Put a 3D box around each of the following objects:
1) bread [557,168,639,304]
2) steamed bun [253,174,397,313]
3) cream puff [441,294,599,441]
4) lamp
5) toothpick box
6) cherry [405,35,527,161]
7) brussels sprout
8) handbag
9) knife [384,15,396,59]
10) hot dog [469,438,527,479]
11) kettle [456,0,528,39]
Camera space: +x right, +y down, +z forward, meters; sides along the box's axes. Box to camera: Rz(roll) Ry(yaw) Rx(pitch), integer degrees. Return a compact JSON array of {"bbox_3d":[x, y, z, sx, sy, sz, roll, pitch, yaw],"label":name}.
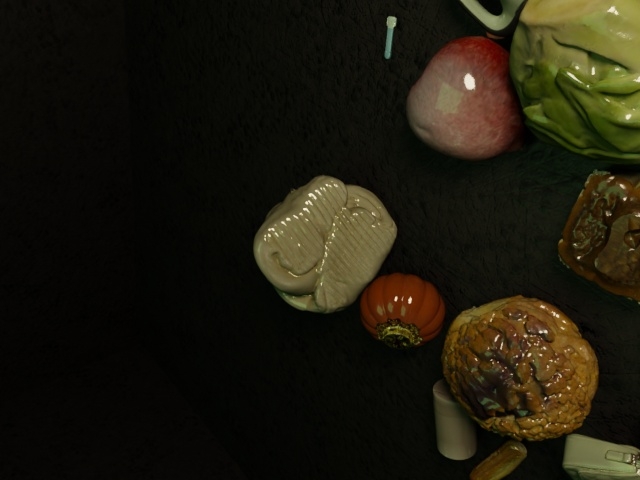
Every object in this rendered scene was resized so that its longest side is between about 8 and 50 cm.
[{"bbox_3d":[0.545,-0.011,0.872,0.192,0.109,0.210,34,129,33],"label":"bread"},{"bbox_3d":[0.000,0.000,1.334,0.342,0.367,0.255,49,169,-17],"label":"steamed bun"},{"bbox_3d":[0.405,0.279,1.060,0.342,0.231,0.327,23,125,40],"label":"cream puff"},{"bbox_3d":[0.210,0.181,1.260,0.223,0.197,0.223,9,137,9],"label":"lamp"},{"bbox_3d":[0.356,0.468,1.286,0.111,0.111,0.181,11,115,45],"label":"toothpick box"},{"bbox_3d":[0.294,-0.264,0.967,0.239,0.206,0.240,6,99,42],"label":"cherry"},{"bbox_3d":[0.447,-0.256,0.752,0.327,0.247,0.328,24,154,13],"label":"brussels sprout"},{"bbox_3d":[0.615,0.472,0.948,0.219,0.079,0.256,-7,137,46],"label":"handbag"},{"bbox_3d":[0.167,-0.484,1.166,0.027,0.010,0.096,29,128,36],"label":"knife"},{"bbox_3d":[0.463,0.578,1.263,0.066,0.047,0.216,34,130,15],"label":"hot dog"},{"bbox_3d":[0.333,-0.509,0.860,0.240,0.165,0.255,-36,82,51],"label":"kettle"}]
